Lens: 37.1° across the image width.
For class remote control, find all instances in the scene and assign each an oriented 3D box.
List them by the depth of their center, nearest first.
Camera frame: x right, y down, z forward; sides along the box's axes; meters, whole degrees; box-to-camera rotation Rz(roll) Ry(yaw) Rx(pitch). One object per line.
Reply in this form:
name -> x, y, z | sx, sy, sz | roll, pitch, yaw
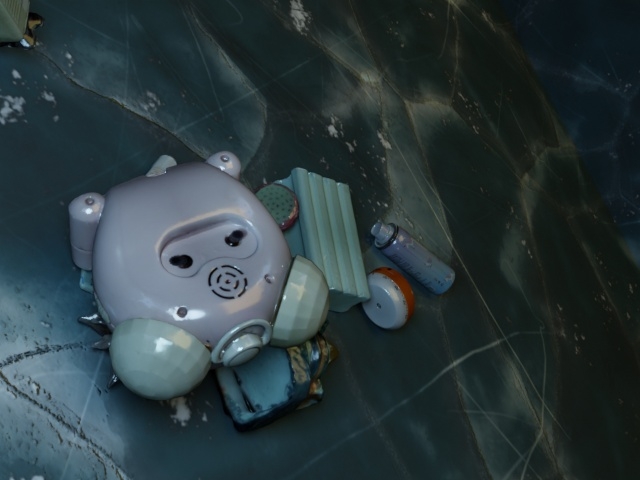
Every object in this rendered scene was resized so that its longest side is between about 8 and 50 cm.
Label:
remote control -> -0.357, 0.030, 1.523 | 0.053, 0.018, 0.125 | 26, 48, -37

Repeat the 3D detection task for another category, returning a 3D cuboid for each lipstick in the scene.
lipstick -> -0.296, -0.098, 1.669 | 0.040, 0.040, 0.141 | 47, 38, -17

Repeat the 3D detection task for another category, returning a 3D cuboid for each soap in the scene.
soap -> 0.000, 0.000, 1.913 | 0.159, 0.087, 0.266 | 17, 54, -44

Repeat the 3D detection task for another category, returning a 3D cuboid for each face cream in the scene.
face cream -> 0.203, 0.034, 2.144 | 0.229, 0.075, 0.075 | 37, 41, -28

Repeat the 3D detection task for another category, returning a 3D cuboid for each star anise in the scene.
star anise -> -0.280, 0.148, 1.492 | 0.182, 0.065, 0.195 | -15, 75, -53

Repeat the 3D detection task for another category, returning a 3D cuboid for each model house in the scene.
model house -> -0.045, 0.180, 1.667 | 0.291, 0.184, 0.253 | 8, 55, -53

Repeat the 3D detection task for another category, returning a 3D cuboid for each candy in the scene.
candy -> -0.092, -0.061, 1.843 | 0.043, 0.103, 0.103 | 90, -16, -71

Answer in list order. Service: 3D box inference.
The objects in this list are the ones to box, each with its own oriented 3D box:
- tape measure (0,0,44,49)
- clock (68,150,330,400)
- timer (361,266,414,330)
tape measure -> -0.572, -0.373, 1.407 | 0.271, 0.231, 0.133 | 70, 18, -68
clock -> -0.184, 0.053, 1.427 | 0.342, 0.184, 0.326 | -23, 65, -21
timer -> 0.148, 0.115, 1.998 | 0.136, 0.099, 0.136 | 20, 63, -45
